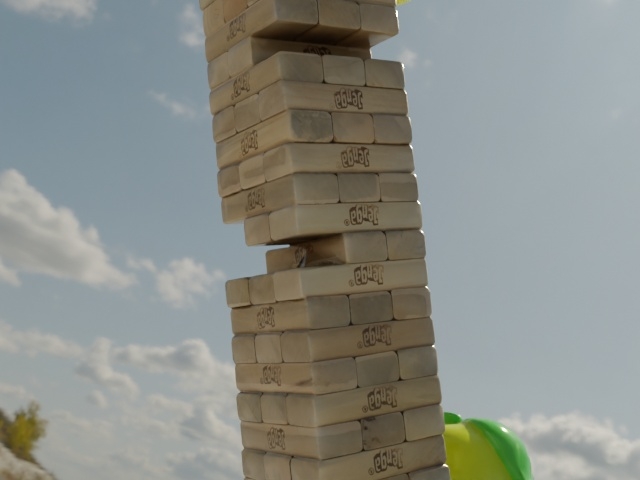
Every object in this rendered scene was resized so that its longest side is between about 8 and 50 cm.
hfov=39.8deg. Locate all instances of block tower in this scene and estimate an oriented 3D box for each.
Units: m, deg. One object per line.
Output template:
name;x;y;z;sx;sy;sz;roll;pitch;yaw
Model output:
block tower;0.000;0.000;0.524;0.090;0.336;0.097;-3;-5;-33

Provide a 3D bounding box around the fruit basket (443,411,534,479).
fruit basket;0.069;0.308;0.561;0.283;0.392;0.392;58;-29;-7

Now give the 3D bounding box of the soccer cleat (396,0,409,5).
soccer cleat;0.117;-0.252;0.615;0.121;0.289;0.093;14;-44;26
